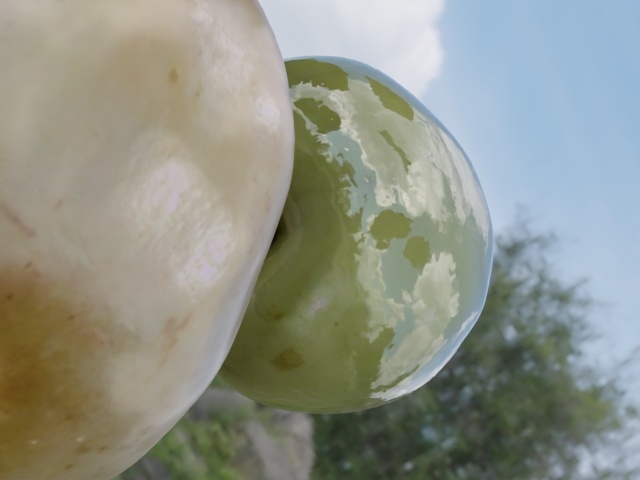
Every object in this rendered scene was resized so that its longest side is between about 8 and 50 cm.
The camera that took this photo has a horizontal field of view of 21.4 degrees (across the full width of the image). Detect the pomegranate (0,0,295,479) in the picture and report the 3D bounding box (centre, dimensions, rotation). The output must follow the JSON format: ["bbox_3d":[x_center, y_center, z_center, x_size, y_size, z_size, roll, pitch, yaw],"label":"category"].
[{"bbox_3d":[-0.218,-0.024,0.906,0.411,0.411,0.411,57,-12,20],"label":"pomegranate"}]

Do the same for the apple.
[{"bbox_3d":[0.000,0.000,1.243,0.262,0.262,0.262,57,-12,20],"label":"apple"}]
